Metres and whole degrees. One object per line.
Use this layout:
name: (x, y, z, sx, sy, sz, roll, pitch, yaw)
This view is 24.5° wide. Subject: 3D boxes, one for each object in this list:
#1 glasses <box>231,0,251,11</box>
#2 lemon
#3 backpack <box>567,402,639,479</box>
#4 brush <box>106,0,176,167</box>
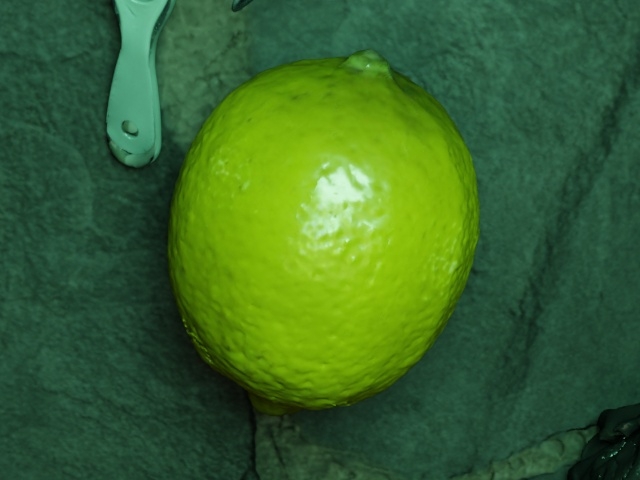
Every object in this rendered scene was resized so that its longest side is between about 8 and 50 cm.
glasses: (-0.080, -0.305, 1.017, 0.268, 0.234, 0.118, 43, 122, -13)
lemon: (0.000, 0.000, 1.159, 0.245, 0.245, 0.320, 12, 117, -8)
backpack: (0.453, 0.242, 1.300, 0.446, 0.255, 0.363, -33, 113, 30)
brush: (-0.134, -0.191, 1.167, 0.068, 0.060, 0.297, 22, 130, 15)
